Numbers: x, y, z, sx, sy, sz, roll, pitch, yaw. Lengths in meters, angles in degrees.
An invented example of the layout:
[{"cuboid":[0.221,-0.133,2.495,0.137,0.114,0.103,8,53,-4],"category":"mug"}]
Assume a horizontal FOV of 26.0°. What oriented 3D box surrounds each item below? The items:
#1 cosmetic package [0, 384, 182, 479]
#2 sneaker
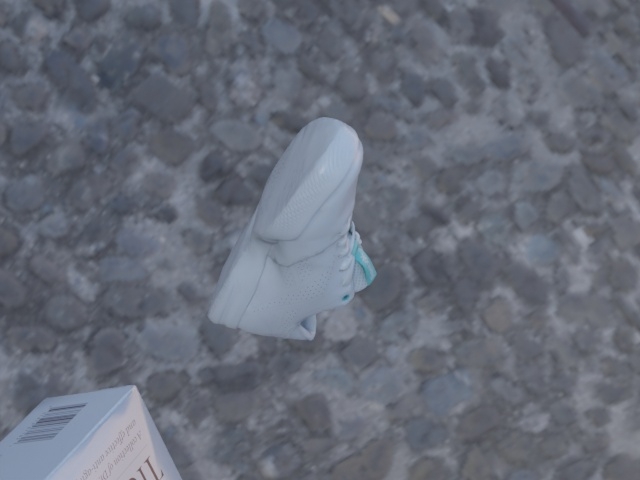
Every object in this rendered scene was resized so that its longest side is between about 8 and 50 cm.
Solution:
[{"cuboid":[-0.185,0.312,0.884,0.377,0.097,0.284,-49,122,-53],"category":"cosmetic package"},{"cuboid":[0.000,0.000,0.919,0.094,0.212,0.080,23,53,-9],"category":"sneaker"}]
